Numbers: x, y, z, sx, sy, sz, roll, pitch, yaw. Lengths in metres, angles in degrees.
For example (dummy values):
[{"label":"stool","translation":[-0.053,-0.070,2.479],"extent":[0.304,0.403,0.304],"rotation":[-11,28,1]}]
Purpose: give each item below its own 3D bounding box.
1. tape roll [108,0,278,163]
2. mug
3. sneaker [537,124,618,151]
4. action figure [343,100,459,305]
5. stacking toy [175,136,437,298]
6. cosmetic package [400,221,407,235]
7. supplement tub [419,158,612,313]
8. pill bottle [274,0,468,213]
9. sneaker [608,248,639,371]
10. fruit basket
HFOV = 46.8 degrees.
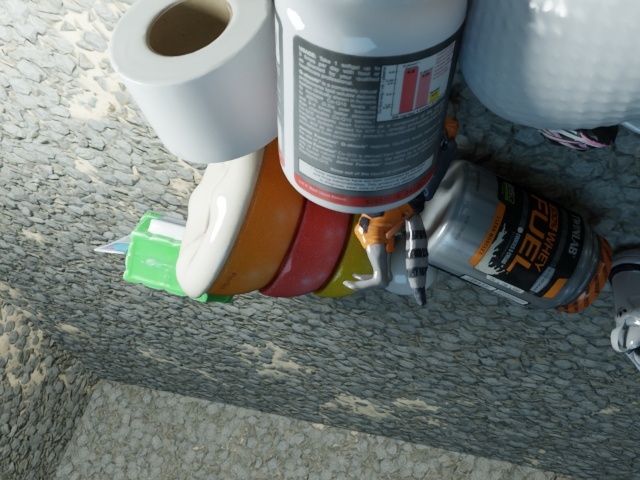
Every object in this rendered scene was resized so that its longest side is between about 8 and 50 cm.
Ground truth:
[{"label":"tape roll","translation":[-0.162,-0.258,1.093],"extent":[0.246,0.246,0.169],"rotation":[6,148,22]},{"label":"mug","translation":[0.344,-0.231,0.799],"extent":[0.374,0.276,0.328],"rotation":[35,157,-15]},{"label":"sneaker","translation":[0.349,-0.177,1.115],"extent":[0.178,0.072,0.077],"rotation":[28,161,-6]},{"label":"action figure","translation":[0.144,-0.078,1.191],"extent":[0.179,0.330,0.341],"rotation":[20,-177,20]},{"label":"stacking toy","translation":[0.000,0.000,1.383],"extent":[0.480,0.350,0.350],"rotation":[20,152,-18]},{"label":"cosmetic package","translation":[0.213,-0.014,1.481],"extent":[0.041,0.060,0.115],"rotation":[-12,138,45]},{"label":"supplement tub","translation":[0.332,0.002,1.296],"extent":[0.316,0.193,0.193],"rotation":[23,151,-12]},{"label":"pill bottle","translation":[0.053,-0.220,0.846],"extent":[0.210,0.210,0.362],"rotation":[14,141,9]},{"label":"sneaker","translation":[0.692,0.168,1.354],"extent":[0.366,0.210,0.137],"rotation":[21,151,-4]},{"label":"fruit basket","translation":[-0.271,0.012,1.643],"extent":[0.327,0.353,0.165],"rotation":[15,108,10]}]
